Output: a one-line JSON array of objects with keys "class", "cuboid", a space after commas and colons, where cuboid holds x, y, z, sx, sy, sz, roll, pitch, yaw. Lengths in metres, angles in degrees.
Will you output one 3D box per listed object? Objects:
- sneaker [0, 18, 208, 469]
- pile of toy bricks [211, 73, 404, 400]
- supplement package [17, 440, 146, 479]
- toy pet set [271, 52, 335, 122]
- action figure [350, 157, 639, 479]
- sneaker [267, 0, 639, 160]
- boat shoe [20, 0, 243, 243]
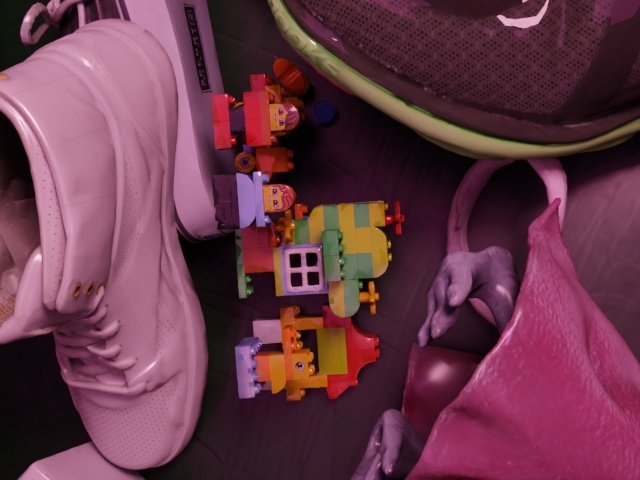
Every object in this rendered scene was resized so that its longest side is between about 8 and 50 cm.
[{"class": "sneaker", "cuboid": [-0.144, 0.037, 0.518, 0.108, 0.169, 0.293, 4, 113, 15]}, {"class": "pile of toy bricks", "cuboid": [0.000, 0.000, 0.566, 0.105, 0.118, 0.212, -4, 94, 6]}, {"class": "supplement package", "cuboid": [-0.128, 0.227, 0.577, 0.179, 0.105, 0.105, 42, 94, 10]}, {"class": "toy pet set", "cuboid": [0.003, -0.166, 0.620, 0.122, 0.065, 0.114, -43, 116, 7]}, {"class": "action figure", "cuboid": [0.207, 0.154, 0.525, 0.370, 0.248, 0.276, 20, 48, -1]}, {"class": "sneaker", "cuboid": [0.211, -0.159, 0.484, 0.482, 0.202, 0.185, -1, 43, 1]}, {"class": "boat shoe", "cuboid": [-0.131, -0.145, 0.603, 0.104, 0.113, 0.306, -10, 100, 14]}]
